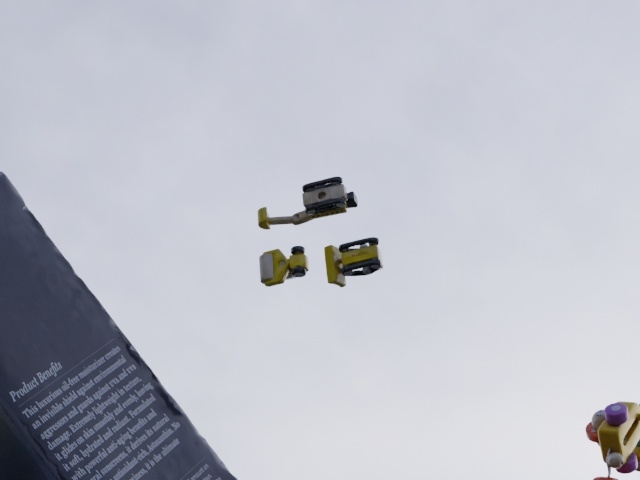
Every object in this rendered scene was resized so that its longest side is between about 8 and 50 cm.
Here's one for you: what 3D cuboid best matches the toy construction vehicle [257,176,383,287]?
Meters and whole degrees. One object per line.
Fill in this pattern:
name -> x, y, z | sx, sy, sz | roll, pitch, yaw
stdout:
toy construction vehicle -> 0.000, 0.000, 1.501 | 0.098, 0.086, 0.035 | -15, -27, 14

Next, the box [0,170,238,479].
box -> -0.269, 0.165, 1.349 | 0.296, 0.183, 0.294 | -38, -90, 27

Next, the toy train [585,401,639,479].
toy train -> 0.239, 0.188, 1.550 | 0.046, 0.166, 0.125 | 2, -87, 30
